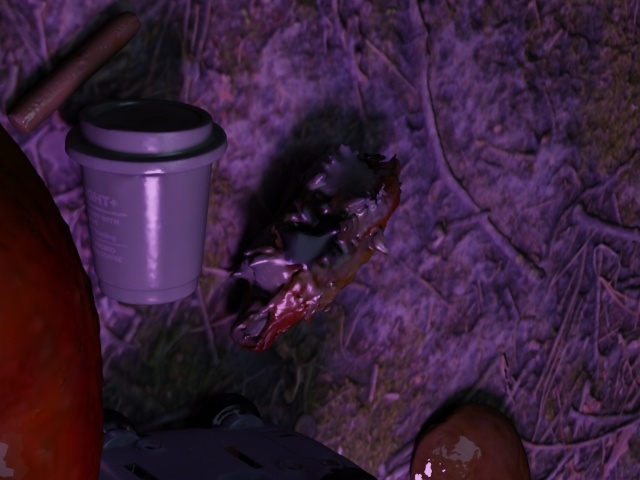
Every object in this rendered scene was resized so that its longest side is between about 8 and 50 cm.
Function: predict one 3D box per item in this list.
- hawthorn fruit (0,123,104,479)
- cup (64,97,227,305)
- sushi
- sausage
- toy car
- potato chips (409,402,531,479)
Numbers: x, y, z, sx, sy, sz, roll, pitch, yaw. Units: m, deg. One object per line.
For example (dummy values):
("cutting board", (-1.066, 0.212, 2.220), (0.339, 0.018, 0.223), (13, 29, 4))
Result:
("hawthorn fruit", (-0.288, 0.085, 0.827), (0.403, 0.403, 0.403), (-9, 103, -42))
("cup", (-0.130, -0.028, 1.144), (0.120, 0.120, 0.141), (-16, 116, -41))
("sushi", (-0.001, -0.002, 1.276), (0.103, 0.097, 0.226), (51, 61, -32))
("sausage", (-0.180, -0.128, 1.137), (0.132, 0.024, 0.024), (-48, 126, -26))
("toy car", (-0.087, 0.253, 1.196), (0.270, 0.180, 0.212), (-3, 110, -42))
("potato chips", (0.162, 0.251, 1.510), (0.150, 0.049, 0.201), (-34, 125, -29))
